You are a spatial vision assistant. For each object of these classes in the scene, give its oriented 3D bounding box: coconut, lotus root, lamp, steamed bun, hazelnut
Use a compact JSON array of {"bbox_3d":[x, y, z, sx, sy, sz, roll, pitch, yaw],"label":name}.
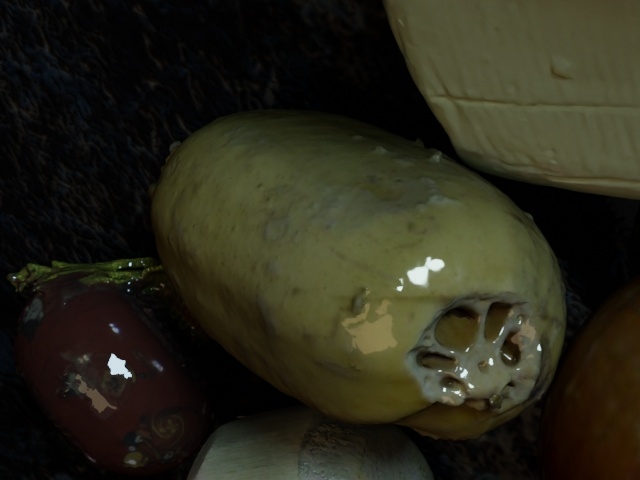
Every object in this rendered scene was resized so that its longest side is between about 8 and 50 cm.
[{"bbox_3d":[-0.016,0.195,0.892,0.183,0.171,0.171,-18,108,34],"label":"coconut"},{"bbox_3d":[0.000,0.000,0.744,0.342,0.169,0.152,33,103,53],"label":"lotus root"},{"bbox_3d":[-0.133,0.083,0.909,0.156,0.135,0.157,42,164,41],"label":"lamp"},{"bbox_3d":[0.138,-0.129,0.615,0.200,0.155,0.250,9,148,24],"label":"steamed bun"},{"bbox_3d":[0.223,0.098,0.691,0.218,0.233,0.218,-18,69,57],"label":"hazelnut"}]
